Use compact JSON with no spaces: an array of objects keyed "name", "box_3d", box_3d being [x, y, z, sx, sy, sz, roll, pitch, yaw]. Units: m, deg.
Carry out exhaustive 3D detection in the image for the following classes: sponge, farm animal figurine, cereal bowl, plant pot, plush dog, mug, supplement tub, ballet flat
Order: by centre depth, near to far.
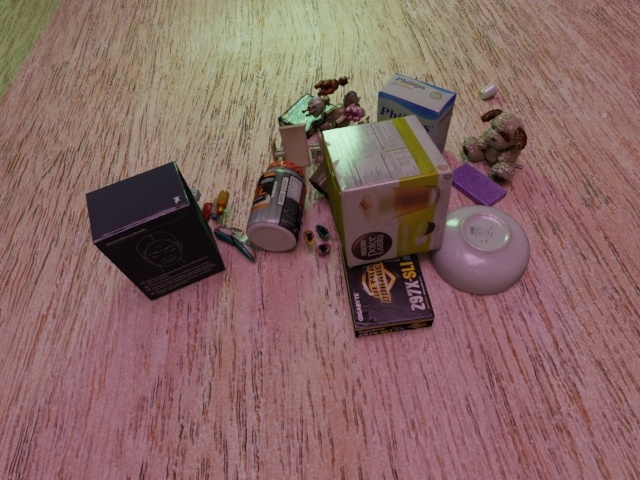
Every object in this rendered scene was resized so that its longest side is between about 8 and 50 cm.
[{"name":"cereal bowl","box_3d":[0.553,0.007,1.424,0.339,0.141,0.338,-2,57,4]},{"name":"supplement tub","box_3d":[-0.158,-0.134,1.558,0.194,0.193,0.315,3,56,8]},{"name":"ballet flat","box_3d":[-0.309,-0.007,1.564,0.222,0.076,0.079,30,60,27]},{"name":"plush dog","box_3d":[0.718,-0.393,1.619,0.211,0.225,0.262,-29,58,-13]},{"name":"plant pot","box_3d":[0.053,-0.256,1.626,0.167,0.167,0.165,40,87,27]},{"name":"sponge","box_3d":[0.611,-0.218,1.631,0.117,0.031,0.210,-34,59,-16]},{"name":"farm animal figurine","box_3d":[0.111,-0.525,1.736,0.172,0.327,0.330,-38,94,-26]},{"name":"mug","box_3d":[0.770,-0.685,1.918,0.064,0.078,0.062,-31,91,-4]}]

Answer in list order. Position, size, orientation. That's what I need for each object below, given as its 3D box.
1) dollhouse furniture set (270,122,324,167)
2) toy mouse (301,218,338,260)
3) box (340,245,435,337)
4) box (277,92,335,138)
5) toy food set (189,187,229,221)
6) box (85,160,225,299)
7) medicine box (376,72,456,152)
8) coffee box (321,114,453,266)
[{"name":"dollhouse furniture set","box_3d":[-0.100,-0.407,1.697,0.212,0.160,0.242,-8,25,1]},{"name":"toy mouse","box_3d":[0.000,0.000,1.533,0.143,0.031,0.160,-2,69,-35]},{"name":"box","box_3d":[0.217,0.149,1.402,0.257,0.079,0.321,-7,56,-1]},{"name":"box","box_3d":[-0.062,-0.583,1.930,0.175,0.051,0.220,31,65,23]},{"name":"toy food set","box_3d":[-0.475,-0.132,1.637,0.232,0.111,0.104,2,56,4]},{"name":"box","box_3d":[-0.538,-0.019,1.400,0.294,0.395,0.212,-23,58,-10]},{"name":"medicine box","box_3d":[0.374,-0.483,1.675,0.264,0.289,0.149,29,64,23]},{"name":"coffee box","box_3d":[0.202,-0.166,1.385,0.335,0.337,0.338,-11,46,-2]}]
